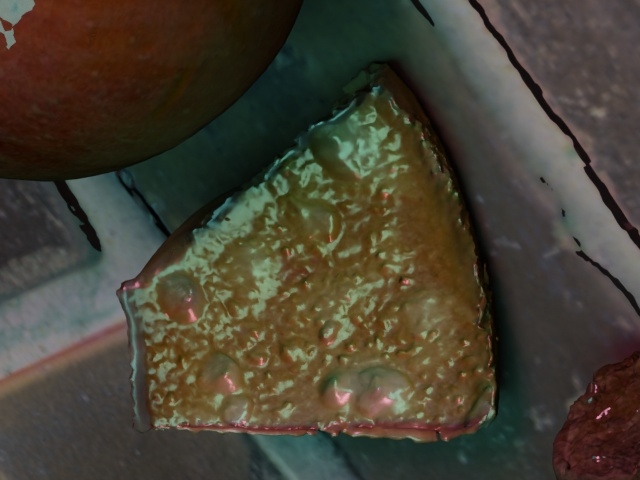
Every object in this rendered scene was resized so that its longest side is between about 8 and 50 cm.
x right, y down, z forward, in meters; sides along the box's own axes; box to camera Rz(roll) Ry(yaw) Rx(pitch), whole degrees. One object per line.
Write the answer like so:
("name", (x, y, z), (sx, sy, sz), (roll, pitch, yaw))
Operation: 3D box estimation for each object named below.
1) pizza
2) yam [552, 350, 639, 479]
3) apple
("pizza", (-0.007, 0.006, 0.972), (0.188, 0.080, 0.204), (-4, 115, 2))
("yam", (0.200, 0.161, 0.941), (0.128, 0.129, 0.238), (-10, 120, 31))
("apple", (-0.122, -0.150, 0.821), (0.253, 0.253, 0.254), (13, 129, 17))
